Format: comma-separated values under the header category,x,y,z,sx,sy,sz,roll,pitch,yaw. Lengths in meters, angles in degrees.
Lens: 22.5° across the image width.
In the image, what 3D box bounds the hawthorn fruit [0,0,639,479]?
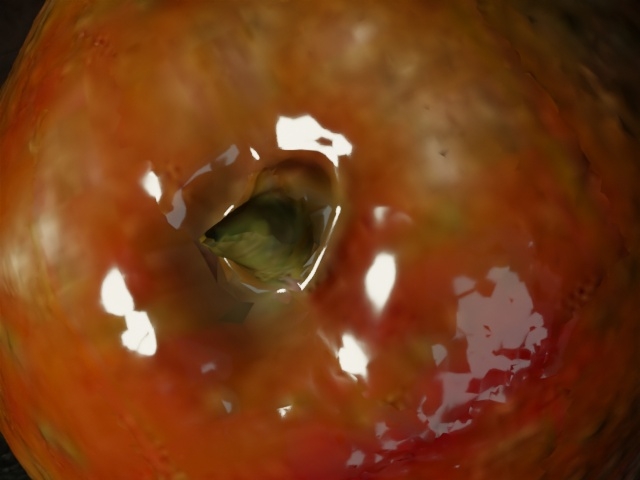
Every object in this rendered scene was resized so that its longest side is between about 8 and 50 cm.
category,x,y,z,sx,sy,sz,roll,pitch,yaw
hawthorn fruit,0.000,0.000,0.771,0.403,0.403,0.403,-16,135,-17
